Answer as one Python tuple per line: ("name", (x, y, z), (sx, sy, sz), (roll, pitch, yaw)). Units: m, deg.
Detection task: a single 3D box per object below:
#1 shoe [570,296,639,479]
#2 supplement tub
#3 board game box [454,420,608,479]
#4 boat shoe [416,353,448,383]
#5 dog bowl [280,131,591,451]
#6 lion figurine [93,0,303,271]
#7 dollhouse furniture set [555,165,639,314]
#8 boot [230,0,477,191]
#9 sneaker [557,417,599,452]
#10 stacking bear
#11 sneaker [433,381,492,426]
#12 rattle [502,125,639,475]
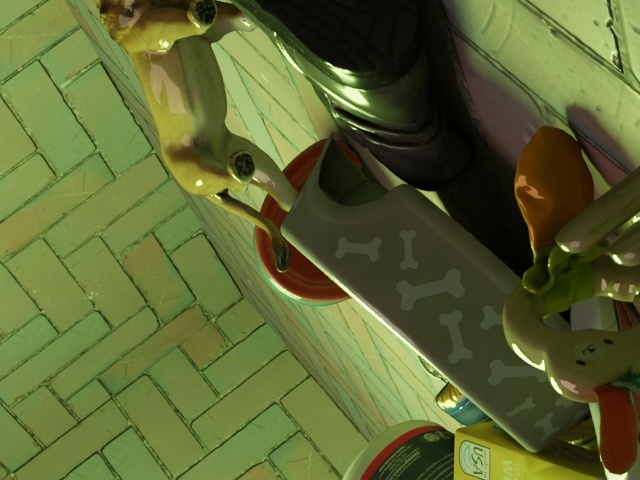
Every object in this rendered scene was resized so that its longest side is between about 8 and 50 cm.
("shoe", (0.250, 0.104, 1.162), (0.063, 0.081, 0.178), (119, 143, -68))
("supplement tub", (0.162, 0.333, 1.647), (0.272, 0.191, 0.191), (29, 158, 42))
("board game box", (0.243, 0.313, 1.351), (0.316, 0.064, 0.242), (11, 103, 54))
("boat shoe", (0.169, 0.166, 1.916), (0.125, 0.046, 0.038), (45, 169, 28))
("dog bowl", (0.108, 0.054, 1.353), (0.349, 0.102, 0.349), (41, 179, 1))
("lion figurine", (-0.139, -0.161, 1.628), (0.240, 0.142, 0.392), (6, 109, 50))
("dollhouse furniture set", (0.231, 0.087, 0.833), (0.212, 0.161, 0.242), (54, 172, -12))
("boot", (-0.015, -0.185, 1.255), (0.338, 0.118, 0.223), (53, 178, 30))
("sneaker", (0.271, 0.226, 1.521), (0.084, 0.069, 0.185), (57, 173, 4))
("stacking bear", (0.000, 0.000, 1.811), (0.175, 0.164, 0.289), (53, 176, 1))
("sneaker", (0.204, 0.176, 1.623), (0.131, 0.112, 0.296), (43, 179, 12))
("rattle", (0.186, 0.035, 0.987), (0.200, 0.130, 0.143), (-78, -3, -61))
